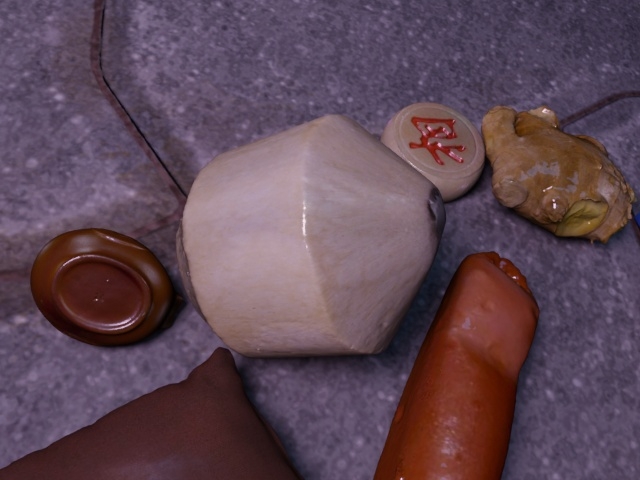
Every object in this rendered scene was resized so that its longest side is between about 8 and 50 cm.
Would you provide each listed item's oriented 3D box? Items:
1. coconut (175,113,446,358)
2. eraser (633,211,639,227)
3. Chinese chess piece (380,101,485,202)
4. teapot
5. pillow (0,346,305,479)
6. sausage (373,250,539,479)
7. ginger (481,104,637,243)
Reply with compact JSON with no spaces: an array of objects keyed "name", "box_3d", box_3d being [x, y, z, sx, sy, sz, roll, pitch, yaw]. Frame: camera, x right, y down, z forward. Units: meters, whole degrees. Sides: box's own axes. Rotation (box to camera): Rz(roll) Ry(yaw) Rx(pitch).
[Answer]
[{"name":"coconut","box_3d":[0.000,0.000,0.640,0.202,0.222,0.202,24,62,-55]},{"name":"eraser","box_3d":[0.425,-0.002,0.912,0.063,0.027,0.084,-9,62,-22]},{"name":"Chinese chess piece","box_3d":[0.127,-0.101,0.862,0.122,0.051,0.122,9,56,-13]},{"name":"teapot","box_3d":[-0.183,0.040,0.658,0.129,0.078,0.098,22,94,-15]},{"name":"pillow","box_3d":[-0.119,0.256,0.512,0.306,0.108,0.307,-24,65,-26]},{"name":"sausage","box_3d":[0.118,0.152,0.669,0.097,0.094,0.348,35,51,-11]},{"name":"ginger","box_3d":[0.275,-0.068,0.858,0.216,0.102,0.157,15,44,-24]}]
